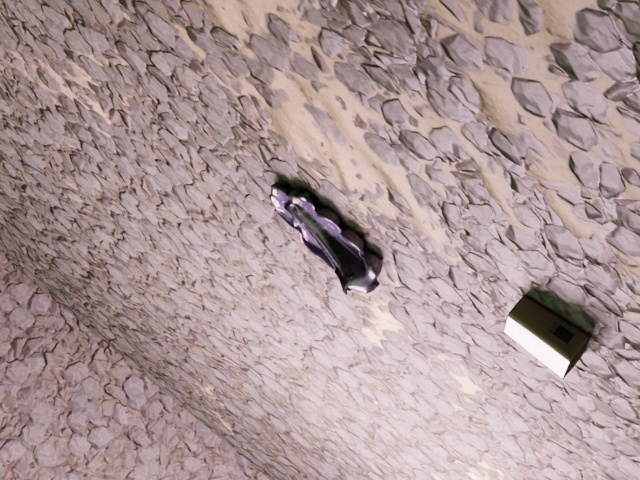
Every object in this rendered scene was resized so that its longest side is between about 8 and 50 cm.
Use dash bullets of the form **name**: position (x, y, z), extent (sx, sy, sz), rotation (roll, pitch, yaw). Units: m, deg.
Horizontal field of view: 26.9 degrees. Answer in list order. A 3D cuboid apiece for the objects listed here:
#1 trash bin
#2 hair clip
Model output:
- **trash bin**: position (0.264, 0.113, 1.581), extent (0.092, 0.043, 0.061), rotation (35, 157, 18)
- **hair clip**: position (-0.001, 0.001, 1.789), extent (0.195, 0.052, 0.124), rotation (46, 152, 0)
